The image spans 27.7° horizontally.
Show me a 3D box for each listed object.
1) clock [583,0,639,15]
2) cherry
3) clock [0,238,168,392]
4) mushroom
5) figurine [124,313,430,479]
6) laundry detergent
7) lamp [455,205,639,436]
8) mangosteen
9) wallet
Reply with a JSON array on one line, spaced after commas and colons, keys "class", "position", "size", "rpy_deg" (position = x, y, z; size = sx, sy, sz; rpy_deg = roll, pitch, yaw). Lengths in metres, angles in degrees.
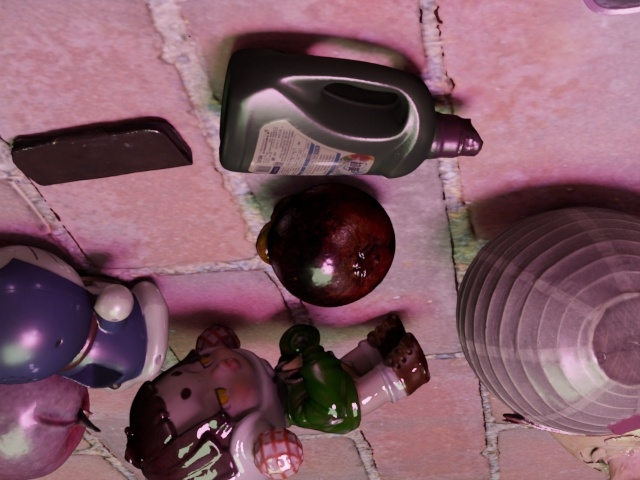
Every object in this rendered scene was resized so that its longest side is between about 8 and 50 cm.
[{"class": "clock", "position": [0.224, -0.215, 0.871], "size": [0.110, 0.050, 0.152], "rpy_deg": [-6, 154, 10]}, {"class": "cherry", "position": [-0.372, 0.190, 1.549], "size": [0.266, 0.183, 0.213], "rpy_deg": [21, 147, 5]}, {"class": "clock", "position": [-0.283, 0.087, 1.389], "size": [0.200, 0.146, 0.243], "rpy_deg": [-17, 157, 39]}, {"class": "mushroom", "position": [0.398, 0.232, 1.624], "size": [0.246, 0.202, 0.246], "rpy_deg": [9, 155, 4]}, {"class": "figurine", "position": [-0.060, 0.190, 1.490], "size": [0.370, 0.281, 0.167], "rpy_deg": [-21, 122, -12]}, {"class": "laundry detergent", "position": [0.030, -0.100, 1.076], "size": [0.222, 0.078, 0.144], "rpy_deg": [4, 150, -7]}, {"class": "lamp", "position": [0.262, 0.078, 1.285], "size": [0.265, 0.233, 0.233], "rpy_deg": [-7, 155, -12]}, {"class": "mangosteen", "position": [0.000, 0.000, 1.252], "size": [0.140, 0.140, 0.140], "rpy_deg": [0, 154, 0]}, {"class": "wallet", "position": [-0.200, -0.078, 1.183], "size": [0.157, 0.018, 0.082], "rpy_deg": [-8, 154, 16]}]
